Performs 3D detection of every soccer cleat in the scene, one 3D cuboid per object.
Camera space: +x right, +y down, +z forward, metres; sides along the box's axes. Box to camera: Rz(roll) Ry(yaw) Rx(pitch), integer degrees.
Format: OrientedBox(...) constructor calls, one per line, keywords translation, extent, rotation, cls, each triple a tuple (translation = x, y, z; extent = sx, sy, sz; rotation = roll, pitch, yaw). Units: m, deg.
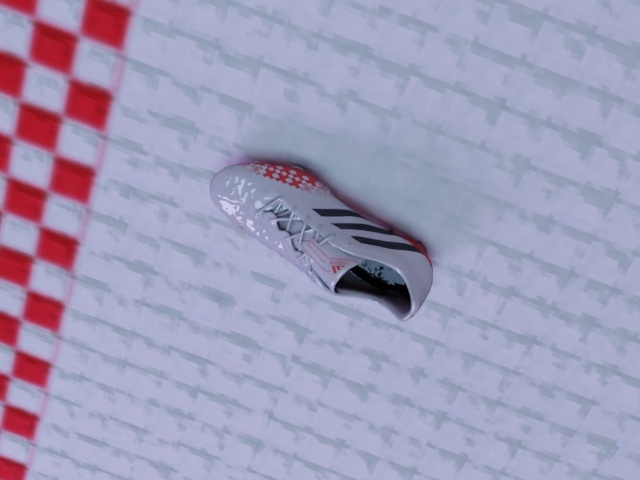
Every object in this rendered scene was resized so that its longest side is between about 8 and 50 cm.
OrientedBox(translation=(0.000, 0.000, 0.310), extent=(0.083, 0.035, 0.029), rotation=(28, 120, -5), cls="soccer cleat")
